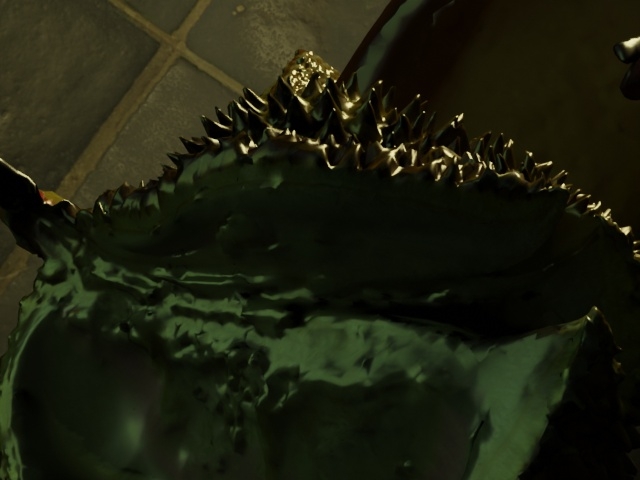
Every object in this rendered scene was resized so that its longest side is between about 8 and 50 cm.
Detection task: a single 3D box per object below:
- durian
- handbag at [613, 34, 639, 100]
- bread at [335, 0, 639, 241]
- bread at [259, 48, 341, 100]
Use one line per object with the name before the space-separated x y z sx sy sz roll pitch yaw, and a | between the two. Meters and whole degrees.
durian | -0.004 0.043 0.495 0.193 0.237 0.138 -58 -32 -3
handbag | 0.190 -0.125 0.464 0.216 0.074 0.203 -58 3 -9
bread | 0.028 0.023 0.725 0.333 0.143 0.323 -57 2 -9
bread | 0.000 0.000 1.006 0.110 0.184 0.234 -46 7 33
